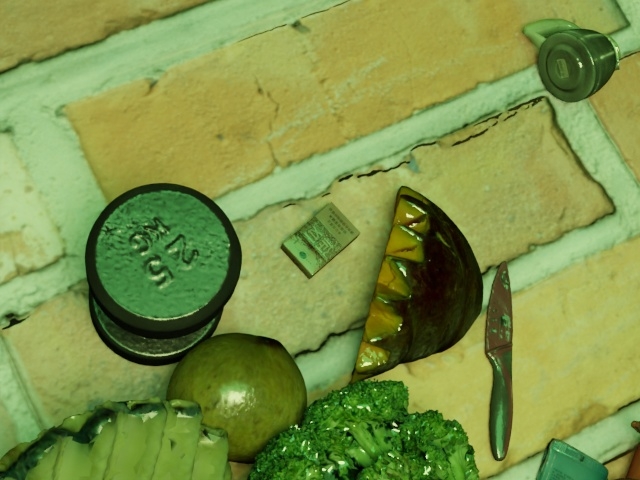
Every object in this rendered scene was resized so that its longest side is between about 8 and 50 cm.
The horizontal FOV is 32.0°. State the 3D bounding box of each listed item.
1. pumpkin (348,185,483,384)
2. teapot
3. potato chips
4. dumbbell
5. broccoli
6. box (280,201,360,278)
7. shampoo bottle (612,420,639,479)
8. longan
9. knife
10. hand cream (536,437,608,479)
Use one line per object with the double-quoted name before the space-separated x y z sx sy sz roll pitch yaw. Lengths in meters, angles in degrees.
"pumpkin" 0.132 0.054 1.286 0.149 0.130 0.254 18 68 -5
"teapot" 0.336 -0.247 1.447 0.090 0.092 0.124 -23 84 -34
"potato chips" -0.244 0.339 1.039 0.358 0.070 0.429 10 102 -39
"dumbbell" -0.169 0.043 1.180 0.152 0.218 0.153 3 73 -10
"broccoli" 0.052 0.295 1.108 0.307 0.275 0.308 -2 95 -25
"box" 0.000 0.000 1.331 0.083 0.024 0.053 -42 84 -22
"shampoo bottle" 0.344 0.330 1.265 0.085 0.085 0.244 25 70 -3
"longan" -0.093 0.181 1.189 0.154 0.145 0.176 27 89 -22
"knife" 0.213 0.141 1.336 0.035 0.018 0.247 6 69 -6
"hand cream" 0.260 0.339 1.272 0.083 0.048 0.224 30 63 -1
